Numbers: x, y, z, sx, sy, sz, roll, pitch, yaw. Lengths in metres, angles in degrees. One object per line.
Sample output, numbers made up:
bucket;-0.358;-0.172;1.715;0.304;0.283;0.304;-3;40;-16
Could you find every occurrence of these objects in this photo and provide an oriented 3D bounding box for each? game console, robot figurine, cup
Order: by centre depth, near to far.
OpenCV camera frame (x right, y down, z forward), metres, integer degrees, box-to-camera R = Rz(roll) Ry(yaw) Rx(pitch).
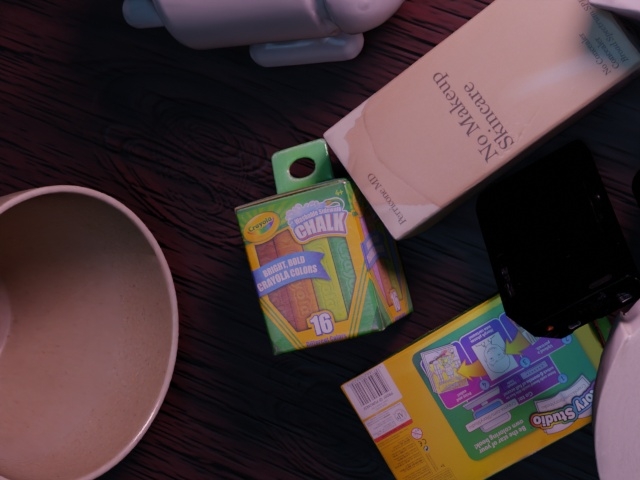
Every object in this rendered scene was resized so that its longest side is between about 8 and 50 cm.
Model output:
game console;0.327;-0.052;1.387;0.361;0.213;0.044;-30;129;17
robot figurine;-0.047;-0.308;1.468;0.353;0.200;0.300;-2;136;19
cup;-0.360;0.101;1.591;0.237;0.331;0.331;4;98;43

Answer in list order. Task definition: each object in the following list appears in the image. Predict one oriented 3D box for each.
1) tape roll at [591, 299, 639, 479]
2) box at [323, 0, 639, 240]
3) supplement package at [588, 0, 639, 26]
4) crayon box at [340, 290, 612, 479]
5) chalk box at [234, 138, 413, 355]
tape roll;0.460;0.180;1.374;0.392;0.072;0.392;2;109;7
box;0.173;-0.146;1.456;0.311;0.121;0.148;-38;84;18
supplement package;0.393;-0.332;1.305;0.177;0.175;0.293;19;99;33
crayon box;0.182;0.155;1.510;0.278;0.081;0.165;-32;86;19
chalk box;0.000;0.000;1.526;0.132;0.132;0.213;-16;91;19
